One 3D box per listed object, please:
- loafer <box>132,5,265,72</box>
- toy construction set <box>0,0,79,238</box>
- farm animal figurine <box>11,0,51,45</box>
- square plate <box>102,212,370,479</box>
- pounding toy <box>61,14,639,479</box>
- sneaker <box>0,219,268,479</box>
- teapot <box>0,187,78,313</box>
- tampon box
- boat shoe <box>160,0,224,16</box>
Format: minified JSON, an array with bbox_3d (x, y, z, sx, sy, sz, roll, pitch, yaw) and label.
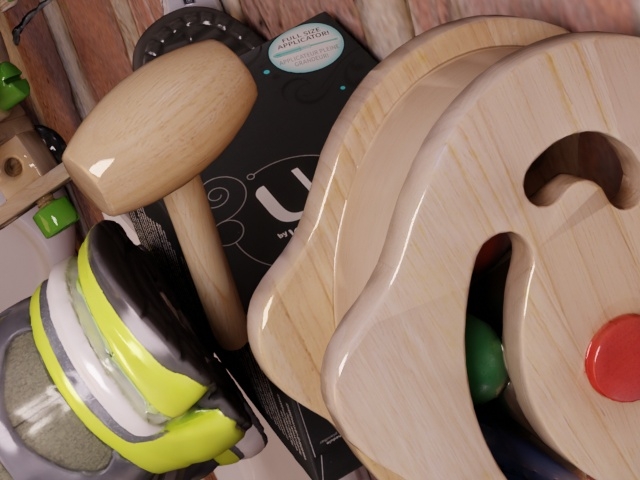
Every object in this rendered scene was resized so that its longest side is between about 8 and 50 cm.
[{"bbox_3d":[-0.032,-0.018,0.868,0.220,0.080,0.078,60,164,4],"label":"loafer"},{"bbox_3d":[-0.324,-0.072,1.343,0.237,0.309,0.257,59,173,-9],"label":"toy construction set"},{"bbox_3d":[-0.215,-0.266,0.904,0.330,0.172,0.326,32,160,46],"label":"farm animal figurine"},{"bbox_3d":[-0.038,0.140,1.220,0.347,0.049,0.344,35,149,58],"label":"square plate"},{"bbox_3d":[0.052,0.009,0.568,0.269,0.154,0.155,47,172,-25],"label":"pounding toy"},{"bbox_3d":[-0.100,0.068,0.674,0.111,0.121,0.300,57,176,9],"label":"sneaker"},{"bbox_3d":[-0.356,-0.031,1.681,0.187,0.253,0.256,-87,9,-48],"label":"teapot"},{"bbox_3d":[0.000,0.000,0.724,0.161,0.120,0.101,48,161,39],"label":"tampon box"},{"bbox_3d":[-0.073,-0.136,0.897,0.100,0.035,0.035,73,-172,-47],"label":"boat shoe"}]
